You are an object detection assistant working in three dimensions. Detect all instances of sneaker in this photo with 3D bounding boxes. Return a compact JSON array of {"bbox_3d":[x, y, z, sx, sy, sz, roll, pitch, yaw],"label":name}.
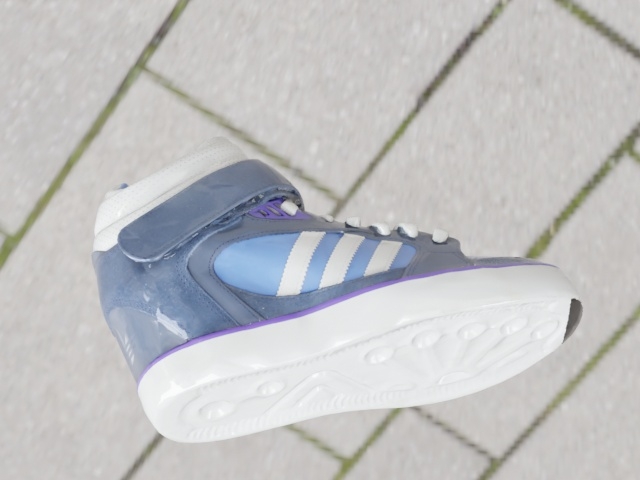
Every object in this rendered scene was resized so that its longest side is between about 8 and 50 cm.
[{"bbox_3d":[0.000,0.000,1.385,0.323,0.236,0.130,-13,146,-10],"label":"sneaker"}]
